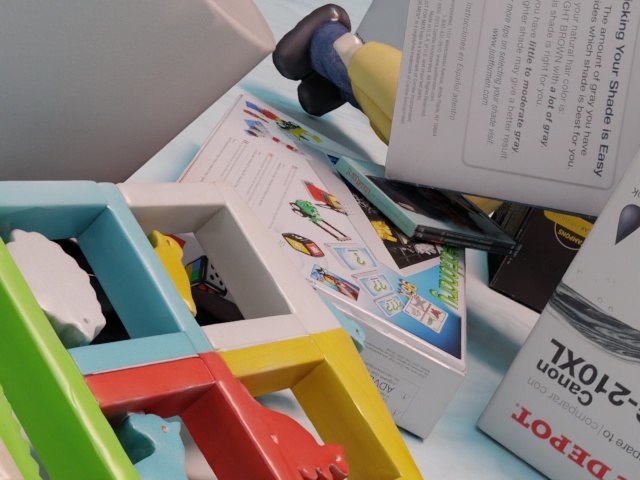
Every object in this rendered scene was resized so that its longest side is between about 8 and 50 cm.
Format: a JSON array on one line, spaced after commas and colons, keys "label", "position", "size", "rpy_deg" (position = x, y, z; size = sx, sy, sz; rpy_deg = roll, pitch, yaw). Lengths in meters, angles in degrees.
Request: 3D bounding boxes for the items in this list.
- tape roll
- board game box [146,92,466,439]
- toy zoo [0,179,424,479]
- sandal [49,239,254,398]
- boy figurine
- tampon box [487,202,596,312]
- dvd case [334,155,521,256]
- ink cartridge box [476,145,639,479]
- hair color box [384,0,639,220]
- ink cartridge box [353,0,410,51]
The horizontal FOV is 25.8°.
[{"label": "tape roll", "position": [-0.164, -0.138, 0.735], "size": [0.246, 0.169, 0.246], "rpy_deg": [47, 10, -11]}, {"label": "board game box", "position": [0.000, 0.000, 0.898], "size": [0.193, 0.053, 0.305], "rpy_deg": [29, 18, -3]}, {"label": "toy zoo", "position": [-0.059, 0.056, 0.609], "size": [0.293, 0.030, 0.192], "rpy_deg": [-3, 55, -57]}, {"label": "sandal", "position": [-0.126, 0.021, 0.664], "size": [0.254, 0.054, 0.097], "rpy_deg": [11, 25, -41]}, {"label": "boy figurine", "position": [0.071, -0.090, 1.158], "size": [0.285, 0.092, 0.177], "rpy_deg": [49, -4, 46]}, {"label": "tampon box", "position": [0.210, -0.005, 1.132], "size": [0.120, 0.101, 0.161], "rpy_deg": [26, 19, -3]}, {"label": "dvd case", "position": [0.075, -0.023, 0.964], "size": [0.119, 0.013, 0.087], "rpy_deg": [12, 26, -47]}, {"label": "ink cartridge box", "position": [0.225, 0.052, 0.793], "size": [0.172, 0.237, 0.100], "rpy_deg": [35, 23, 19]}, {"label": "hair color box", "position": [0.227, -0.095, 0.895], "size": [0.347, 0.173, 0.105], "rpy_deg": [12, 10, 26]}, {"label": "ink cartridge box", "position": [0.203, -0.142, 1.442], "size": [0.307, 0.129, 0.223], "rpy_deg": [18, 22, -27]}]
